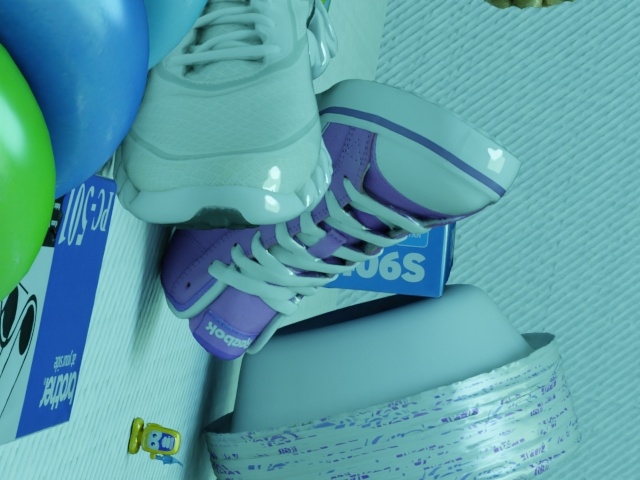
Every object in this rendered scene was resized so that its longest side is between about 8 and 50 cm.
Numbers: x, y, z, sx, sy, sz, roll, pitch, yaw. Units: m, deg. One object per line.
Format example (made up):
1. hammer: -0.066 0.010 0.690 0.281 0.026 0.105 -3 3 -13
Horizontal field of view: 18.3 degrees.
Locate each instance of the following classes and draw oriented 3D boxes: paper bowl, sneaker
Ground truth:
1. paper bowl: 0.049 0.125 1.541 0.284 0.284 0.148 -36 112 -84
2. sneaker: -0.047 -0.100 0.997 0.292 0.110 0.118 -89 178 -61
3. sneaker: 0.001 0.000 1.122 0.282 0.102 0.161 0 -117 63

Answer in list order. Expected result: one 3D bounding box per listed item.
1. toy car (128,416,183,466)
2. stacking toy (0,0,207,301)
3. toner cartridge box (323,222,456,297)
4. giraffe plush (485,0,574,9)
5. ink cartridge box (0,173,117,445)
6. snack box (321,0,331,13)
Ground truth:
1. toy car: -0.103 0.158 1.158 0.060 0.040 0.122 87 14 -70
2. stacking toy: -0.100 -0.011 0.354 0.141 0.141 0.330 93 14 -57
3. toner cartridge box: 0.023 -0.010 1.578 0.348 0.165 0.075 -34 127 -85
4. giraffe plush: 0.092 -0.202 1.127 0.181 0.170 0.210 -69 169 -57
5. ink cartridge box: -0.115 0.017 0.662 0.207 0.046 0.097 22 79 -86
6. snack box: -0.014 -0.242 1.222 0.207 0.070 0.174 94 8 -58
